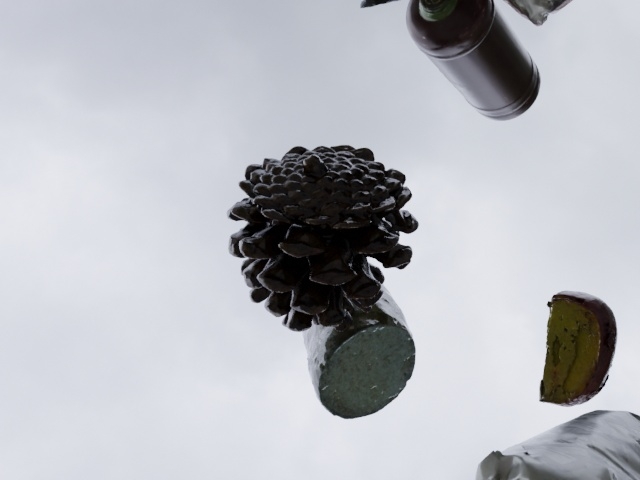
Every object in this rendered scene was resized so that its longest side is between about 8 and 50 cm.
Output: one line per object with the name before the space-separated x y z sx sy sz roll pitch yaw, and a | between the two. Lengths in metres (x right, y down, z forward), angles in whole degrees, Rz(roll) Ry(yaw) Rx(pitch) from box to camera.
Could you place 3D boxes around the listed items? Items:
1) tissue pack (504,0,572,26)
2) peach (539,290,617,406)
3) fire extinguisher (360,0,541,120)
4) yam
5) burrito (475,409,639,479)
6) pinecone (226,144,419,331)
tissue pack | 0.212 -0.370 0.796 0.201 0.124 0.271 36 -137 -11
peach | 0.359 0.153 1.038 0.127 0.092 0.172 64 -142 -46
fire extinguisher | 0.160 -0.247 0.915 0.344 0.138 0.102 22 -109 -57
yam | 0.031 0.091 0.962 0.133 0.330 0.133 -3 -67 -8
burrito | 0.236 0.204 0.631 0.445 0.139 0.101 8 -79 -62
pinecone | 0.000 0.000 0.774 0.208 0.208 0.207 8 -109 -23
